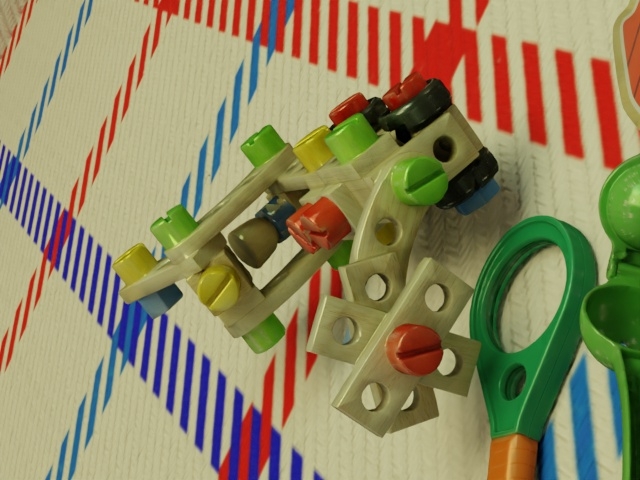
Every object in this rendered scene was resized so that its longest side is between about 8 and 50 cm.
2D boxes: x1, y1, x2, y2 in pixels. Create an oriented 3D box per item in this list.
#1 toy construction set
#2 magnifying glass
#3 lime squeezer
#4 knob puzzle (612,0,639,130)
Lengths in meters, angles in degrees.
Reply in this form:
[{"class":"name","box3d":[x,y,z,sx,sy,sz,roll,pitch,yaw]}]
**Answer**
[{"class":"toy construction set","box3d":[0.000,0.000,0.873,0.215,0.151,0.328,-40,26,-15]},{"class":"magnifying glass","box3d":[0.115,0.092,0.764,0.092,0.026,0.231,-25,46,52]},{"class":"lime squeezer","box3d":[0.164,-0.003,0.673,0.059,0.110,0.310,6,65,20]},{"class":"knob puzzle","box3d":[0.224,-0.132,0.736,0.213,0.030,0.213,-40,38,40]}]
